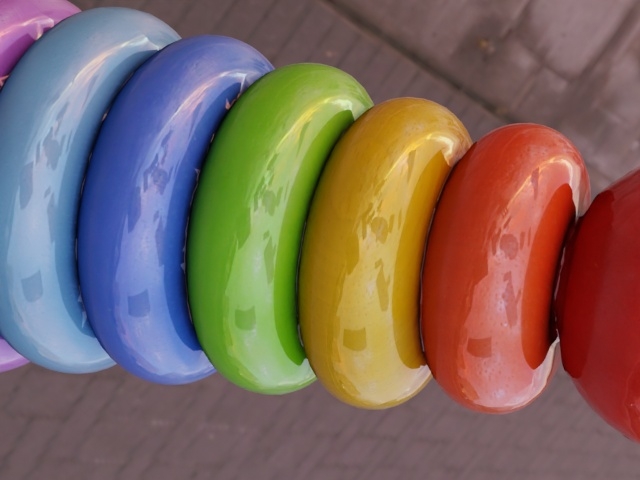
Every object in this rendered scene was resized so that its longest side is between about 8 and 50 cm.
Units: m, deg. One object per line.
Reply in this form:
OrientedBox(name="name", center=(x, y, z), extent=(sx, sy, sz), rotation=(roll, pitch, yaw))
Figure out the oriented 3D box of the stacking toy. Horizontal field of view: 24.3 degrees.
OrientedBox(name="stacking toy", center=(0.000, 0.000, 0.473), extent=(0.141, 0.330, 0.141), rotation=(11, 90, -72))
